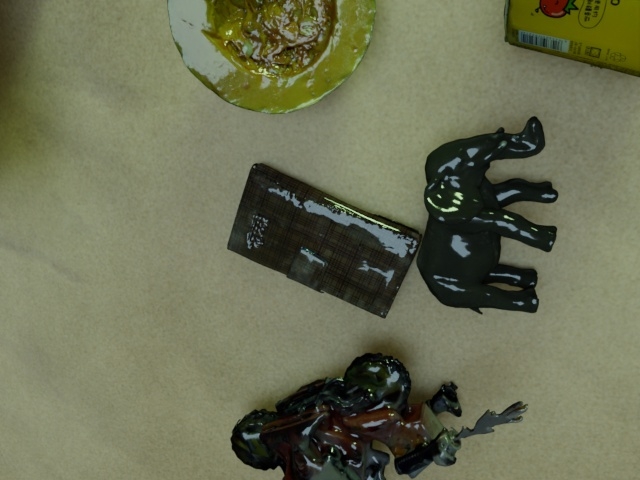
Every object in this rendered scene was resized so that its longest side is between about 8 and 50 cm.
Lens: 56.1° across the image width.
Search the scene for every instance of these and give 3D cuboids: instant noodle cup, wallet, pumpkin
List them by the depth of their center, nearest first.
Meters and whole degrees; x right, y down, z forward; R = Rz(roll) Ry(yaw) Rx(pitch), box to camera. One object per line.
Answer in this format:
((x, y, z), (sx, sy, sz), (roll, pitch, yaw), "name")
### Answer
((0.251, -0.241, 0.543), (0.144, 0.182, 0.182), (15, 111, 20), "instant noodle cup")
((-0.048, -0.251, 0.662), (0.217, 0.110, 0.217), (1, 107, 2), "pumpkin")
((0.000, 0.000, 0.755), (0.230, 0.042, 0.124), (24, 109, 6), "wallet")

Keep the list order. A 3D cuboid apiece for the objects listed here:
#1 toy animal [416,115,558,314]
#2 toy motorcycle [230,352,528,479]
((0.180, -0.017, 0.659), (0.146, 0.114, 0.245), (10, 110, 12), "toy animal")
((0.074, 0.248, 0.767), (0.401, 0.134, 0.207), (-34, 96, 24), "toy motorcycle")
